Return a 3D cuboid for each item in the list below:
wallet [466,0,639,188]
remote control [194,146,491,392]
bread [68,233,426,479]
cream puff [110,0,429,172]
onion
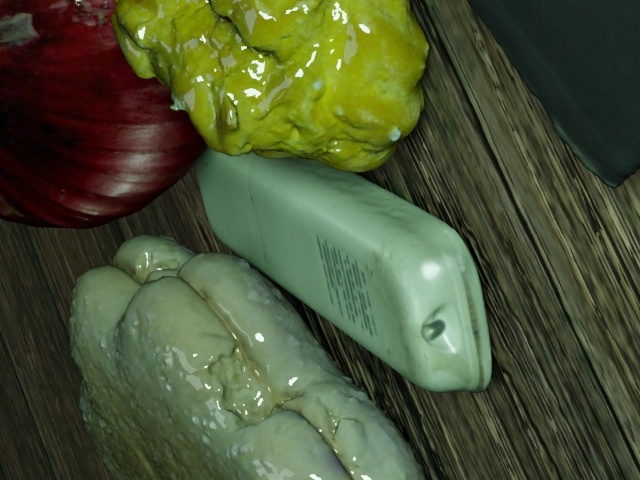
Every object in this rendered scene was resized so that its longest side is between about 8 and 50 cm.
[{"bbox_3d":[0.048,-0.197,0.625,0.323,0.041,0.247,53,153,14],"label":"wallet"},{"bbox_3d":[0.001,0.001,0.985,0.309,0.038,0.090,31,137,62],"label":"remote control"},{"bbox_3d":[-0.063,0.091,1.084,0.337,0.102,0.183,11,133,63],"label":"bread"},{"bbox_3d":[-0.026,-0.094,0.869,0.146,0.116,0.146,165,90,-71],"label":"cream puff"},{"bbox_3d":[-0.146,-0.150,1.052,0.273,0.285,0.273,15,126,22],"label":"onion"}]
